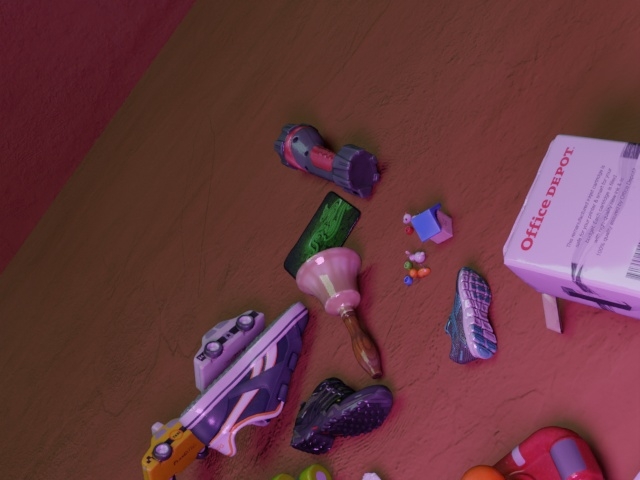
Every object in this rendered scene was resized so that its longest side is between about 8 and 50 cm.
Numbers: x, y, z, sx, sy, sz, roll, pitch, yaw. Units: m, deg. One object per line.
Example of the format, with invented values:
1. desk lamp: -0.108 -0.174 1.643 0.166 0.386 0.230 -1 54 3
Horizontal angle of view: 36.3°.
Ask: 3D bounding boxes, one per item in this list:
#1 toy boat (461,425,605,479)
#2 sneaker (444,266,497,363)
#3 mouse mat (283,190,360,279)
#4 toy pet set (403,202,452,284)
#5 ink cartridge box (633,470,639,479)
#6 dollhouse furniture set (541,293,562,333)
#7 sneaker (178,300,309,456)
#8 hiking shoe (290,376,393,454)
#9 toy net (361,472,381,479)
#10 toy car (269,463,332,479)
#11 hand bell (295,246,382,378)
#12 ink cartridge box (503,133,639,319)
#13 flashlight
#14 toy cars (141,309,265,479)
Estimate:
1. toy boat: 0.230 0.323 1.210 0.231 0.151 0.151 -46 34 22
2. sneaker: 0.218 0.115 1.488 0.076 0.065 0.166 -37 36 39
3. mouse mat: 0.000 0.000 1.946 0.189 0.007 0.152 -57 31 4
4. toy pet set: 0.164 -0.007 1.658 0.114 0.065 0.122 -32 42 38
5. ink cartridge box: 0.472 0.260 0.995 0.296 0.066 0.261 -56 33 6
6. dollhouse furniture set: 0.354 0.071 1.367 0.081 0.091 0.114 -9 81 18
7. sneaker: -0.110 0.257 1.798 0.321 0.127 0.126 -46 1 -24
8. hiking shoe: 0.028 0.267 1.609 0.227 0.086 0.114 -34 43 38
9. toy net: 0.077 0.456 1.429 0.122 0.045 0.232 -40 35 33
10. toy car: -0.044 0.477 1.544 0.155 0.149 0.188 -40 65 35
11. hand bell: 0.054 0.141 1.690 0.126 0.126 0.242 -45 47 24
12. ink cartridge box: 0.395 -0.011 1.220 0.273 0.114 0.197 16 75 43
13. flashlight: 0.012 -0.173 1.980 0.103 0.103 0.304 -59 30 -4
14. toy cars: -0.238 0.296 1.871 0.087 0.176 0.393 24 84 27
